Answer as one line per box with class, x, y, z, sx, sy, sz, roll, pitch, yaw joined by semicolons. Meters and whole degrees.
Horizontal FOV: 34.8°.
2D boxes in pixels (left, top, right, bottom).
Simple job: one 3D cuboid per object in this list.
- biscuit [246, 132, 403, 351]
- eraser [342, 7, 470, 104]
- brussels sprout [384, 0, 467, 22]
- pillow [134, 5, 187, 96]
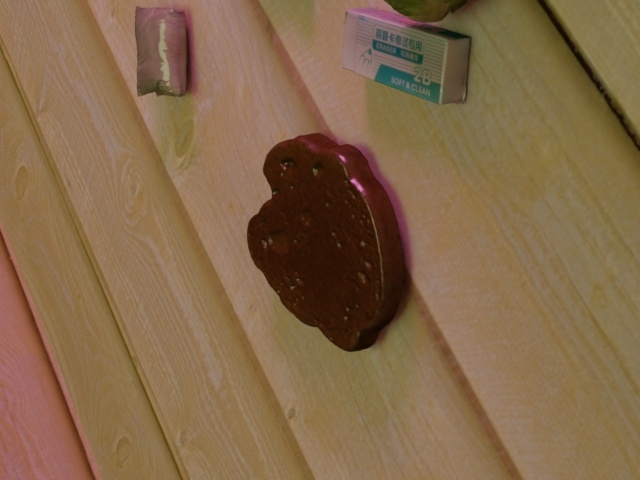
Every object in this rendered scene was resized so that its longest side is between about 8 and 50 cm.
biscuit;0.000;0.000;1.709;0.381;0.074;0.359;8;106;55
eraser;0.120;-0.269;1.478;0.225;0.052;0.096;31;126;46
brussels sprout;0.143;-0.375;1.337;0.161;0.144;0.181;12;134;32
pillow;-0.313;-0.376;2.025;0.134;0.077;0.181;10;105;50
